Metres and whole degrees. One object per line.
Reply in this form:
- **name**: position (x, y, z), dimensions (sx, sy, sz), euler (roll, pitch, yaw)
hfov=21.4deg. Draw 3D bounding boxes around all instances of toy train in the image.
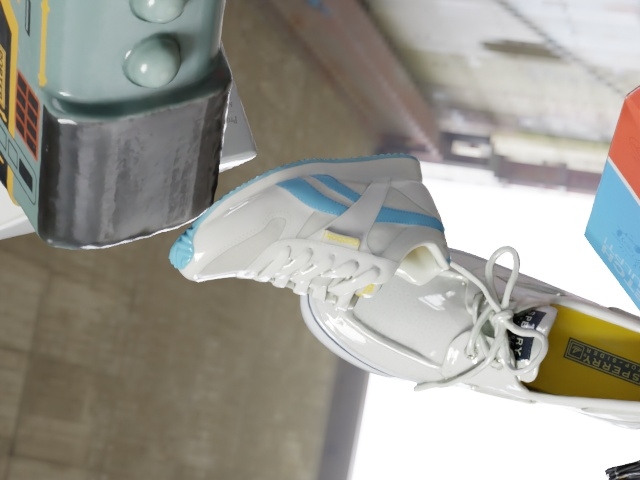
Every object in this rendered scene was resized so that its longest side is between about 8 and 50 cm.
- **toy train**: position (-0.110, -0.155, 0.802), dimensions (0.142, 0.190, 0.334), euler (-16, -41, -28)

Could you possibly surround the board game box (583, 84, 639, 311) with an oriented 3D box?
- **board game box**: position (0.278, 0.067, 0.972), dimensions (0.064, 0.316, 0.242), euler (-32, -17, -7)

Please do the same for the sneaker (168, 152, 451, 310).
- **sneaker**: position (0.000, 0.000, 1.184), dimensions (0.228, 0.087, 0.092), euler (-11, -110, -38)

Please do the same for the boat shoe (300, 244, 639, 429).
- **boat shoe**: position (0.165, 0.084, 1.469), dimensions (0.156, 0.367, 0.136), euler (131, 158, -79)

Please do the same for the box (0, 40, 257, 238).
- **box**: position (-0.180, -0.081, 1.265), dimensions (0.181, 0.182, 0.119), euler (-16, -93, -47)

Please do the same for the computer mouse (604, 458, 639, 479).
- **computer mouse**: position (0.378, 0.189, 1.607), dimensions (0.071, 0.242, 0.041), euler (24, -127, -55)
